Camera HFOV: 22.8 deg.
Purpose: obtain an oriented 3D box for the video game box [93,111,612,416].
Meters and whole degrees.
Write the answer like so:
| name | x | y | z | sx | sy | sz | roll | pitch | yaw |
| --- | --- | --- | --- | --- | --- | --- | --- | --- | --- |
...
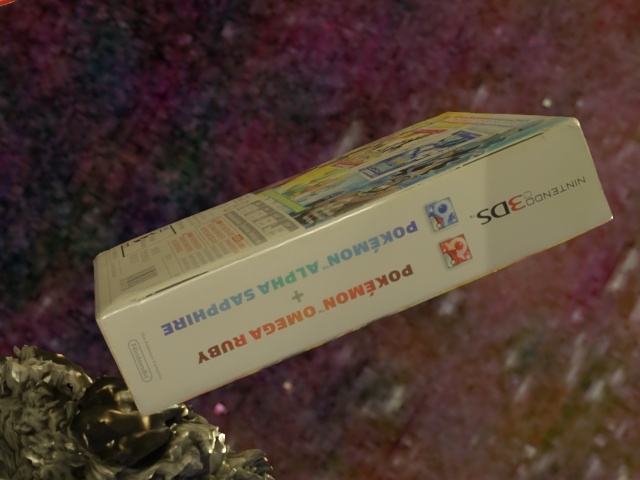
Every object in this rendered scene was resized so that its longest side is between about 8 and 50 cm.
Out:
| name | x | y | z | sx | sy | sz | roll | pitch | yaw |
| --- | --- | --- | --- | --- | --- | --- | --- | --- | --- |
| video game box | 0.000 | 0.000 | 0.657 | 0.187 | 0.205 | 0.048 | -25 | 98 | -5 |

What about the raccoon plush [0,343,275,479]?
| name | x | y | z | sx | sy | sz | roll | pitch | yaw |
| --- | --- | --- | --- | --- | --- | --- | --- | --- | --- |
| raccoon plush | -0.118 | 0.267 | 0.848 | 0.446 | 0.216 | 0.299 | 40 | 55 | -26 |

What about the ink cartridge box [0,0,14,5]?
| name | x | y | z | sx | sy | sz | roll | pitch | yaw |
| --- | --- | --- | --- | --- | --- | --- | --- | --- | --- |
| ink cartridge box | -0.168 | -0.174 | 0.703 | 0.078 | 0.231 | 0.134 | -20 | 95 | -14 |
